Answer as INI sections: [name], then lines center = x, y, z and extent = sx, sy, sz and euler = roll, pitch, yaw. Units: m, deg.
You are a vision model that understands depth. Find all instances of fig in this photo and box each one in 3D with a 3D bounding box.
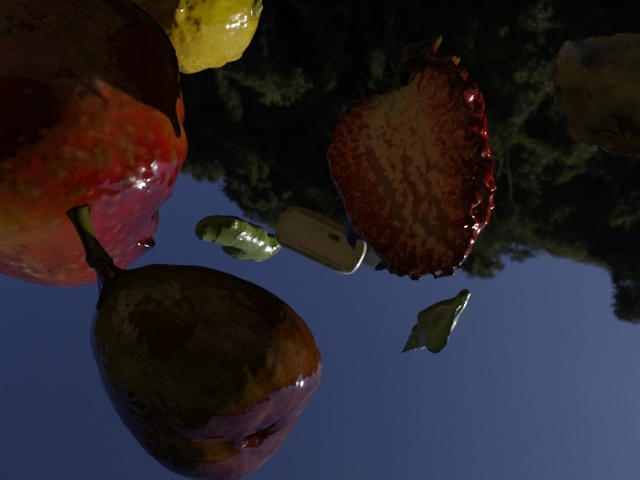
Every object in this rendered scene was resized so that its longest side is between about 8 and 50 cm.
[fig]
center = -0.130, 0.071, 0.550
extent = 0.274, 0.170, 0.146
euler = 43, -146, 12

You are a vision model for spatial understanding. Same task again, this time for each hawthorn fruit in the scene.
[hawthorn fruit]
center = -0.376, -0.134, 0.830
extent = 0.403, 0.402, 0.402
euler = 3, -142, -3

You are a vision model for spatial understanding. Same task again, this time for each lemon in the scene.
[lemon]
center = -0.228, -0.396, 1.073
extent = 0.288, 0.233, 0.233
euler = 8, -143, 13

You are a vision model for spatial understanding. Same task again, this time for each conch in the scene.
[conch]
center = 0.195, 0.150, 1.137
extent = 0.065, 0.180, 0.088
euler = 41, -146, 3

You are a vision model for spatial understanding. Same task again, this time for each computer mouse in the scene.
[computer mouse]
center = 0.000, 0.000, 1.407
extent = 0.199, 0.102, 0.045
euler = 24, -176, -6

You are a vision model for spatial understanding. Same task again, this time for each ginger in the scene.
[ginger]
center = -0.214, -0.001, 1.718
extent = 0.137, 0.290, 0.089
euler = -2, -105, 22

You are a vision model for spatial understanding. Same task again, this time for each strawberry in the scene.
[strawberry]
center = 0.125, -0.073, 0.812
extent = 0.138, 0.233, 0.306
euler = 15, -124, -41

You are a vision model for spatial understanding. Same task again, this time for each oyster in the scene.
[oyster]
center = 0.544, -0.199, 0.986
extent = 0.396, 0.204, 0.111
euler = 13, -171, 30
